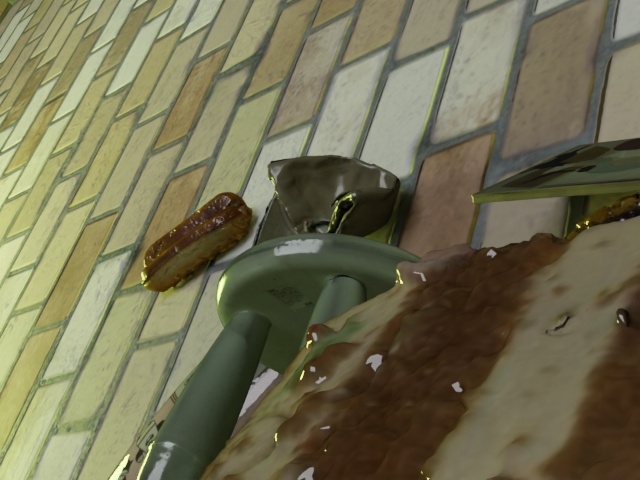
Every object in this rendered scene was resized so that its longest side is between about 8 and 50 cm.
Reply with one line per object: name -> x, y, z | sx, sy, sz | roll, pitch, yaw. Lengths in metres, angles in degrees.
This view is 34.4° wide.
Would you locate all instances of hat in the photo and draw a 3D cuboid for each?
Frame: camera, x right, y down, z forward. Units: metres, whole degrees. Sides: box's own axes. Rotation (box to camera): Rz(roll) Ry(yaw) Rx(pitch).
hat -> 0.000, 0.000, 1.012 | 0.147, 0.085, 0.175 | 32, 105, 49

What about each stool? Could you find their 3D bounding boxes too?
stool -> 0.005, 0.123, 0.722 | 0.195, 0.195, 0.198 | -24, 40, 37

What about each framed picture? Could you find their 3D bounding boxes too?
framed picture -> 0.225, -0.056, 0.739 | 0.136, 0.010, 0.201 | -23, 12, -36

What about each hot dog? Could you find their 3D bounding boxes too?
hot dog -> -0.146, 0.001, 1.212 | 0.165, 0.045, 0.071 | -34, 31, 25

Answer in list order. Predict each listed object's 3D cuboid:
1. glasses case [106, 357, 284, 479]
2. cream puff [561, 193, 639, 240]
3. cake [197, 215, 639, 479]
glasses case -> -0.108, 0.187, 0.915 | 0.314, 0.075, 0.122 | -51, 32, -3
cream puff -> 0.206, 0.024, 0.664 | 0.119, 0.104, 0.133 | -11, 45, 56
cake -> 0.112, 0.159, 0.423 | 0.290, 0.282, 0.255 | -20, 19, 41
